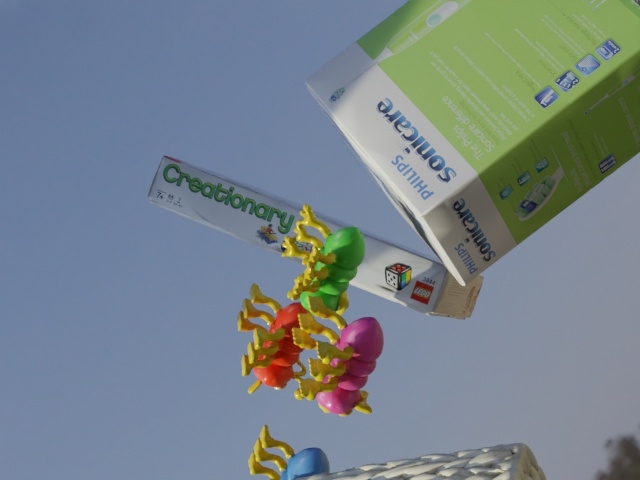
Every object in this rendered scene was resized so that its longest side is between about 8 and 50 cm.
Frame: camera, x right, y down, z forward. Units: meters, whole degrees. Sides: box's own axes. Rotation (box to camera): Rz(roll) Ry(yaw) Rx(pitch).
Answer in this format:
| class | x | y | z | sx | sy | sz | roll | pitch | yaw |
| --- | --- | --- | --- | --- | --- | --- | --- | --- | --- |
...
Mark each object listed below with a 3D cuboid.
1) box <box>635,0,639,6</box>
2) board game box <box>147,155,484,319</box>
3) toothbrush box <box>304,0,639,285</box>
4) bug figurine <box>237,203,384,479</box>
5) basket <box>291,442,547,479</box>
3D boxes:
| class | x | y | z | sx | sy | sz | roll | pitch | yaw |
| --- | --- | --- | --- | --- | --- | --- | --- | --- | --- |
| box | 0.153 | -0.163 | 0.815 | 0.067 | 0.083 | 0.018 | -51 | 7 | -38 |
| board game box | 0.000 | 0.000 | 1.622 | 0.053 | 0.305 | 0.193 | -69 | -15 | 2 |
| toothbrush box | 0.163 | -0.135 | 1.408 | 0.283 | 0.206 | 0.122 | -37 | -40 | -2 |
| bug figurine | -0.010 | 0.108 | 1.339 | 0.279 | 0.072 | 0.216 | -97 | 27 | -54 |
| basket | 0.049 | 0.184 | 0.870 | 0.113 | 0.167 | 0.103 | 62 | -149 | -24 |
